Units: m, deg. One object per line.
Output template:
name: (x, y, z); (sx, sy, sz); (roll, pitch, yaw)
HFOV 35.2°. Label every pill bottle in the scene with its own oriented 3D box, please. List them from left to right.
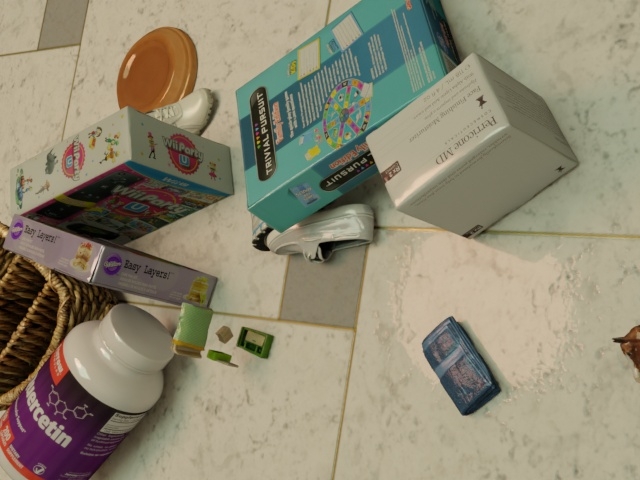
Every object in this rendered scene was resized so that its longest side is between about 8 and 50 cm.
pill bottle: (-0.381, 0.257, 1.645); (0.323, 0.181, 0.181); (-49, 53, 20)

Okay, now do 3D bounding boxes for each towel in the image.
towel: (0.178, 0.163, 1.304); (0.067, 0.029, 0.119); (-46, 54, 22)

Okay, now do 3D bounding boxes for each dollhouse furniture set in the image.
dollhouse furniture set: (-0.145, 0.146, 1.497); (0.058, 0.151, 0.076); (15, 88, 42)

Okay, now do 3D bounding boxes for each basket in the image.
basket: (-0.528, 0.152, 1.757); (0.299, 0.223, 0.213); (-51, 45, 17)

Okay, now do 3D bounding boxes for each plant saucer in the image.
plant saucer: (-0.304, -0.294, 1.821); (0.200, 0.037, 0.200); (-11, 72, 37)

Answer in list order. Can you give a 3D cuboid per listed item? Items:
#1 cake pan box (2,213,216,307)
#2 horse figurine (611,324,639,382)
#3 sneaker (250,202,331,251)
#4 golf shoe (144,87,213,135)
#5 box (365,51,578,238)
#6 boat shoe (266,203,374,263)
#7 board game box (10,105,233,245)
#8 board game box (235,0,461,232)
cake pan box: (-0.342, 0.037, 1.630); (0.267, 0.245, 0.070); (15, 85, 43)
horse figurine: (0.461, 0.126, 1.054); (0.263, 0.066, 0.174); (-34, 65, 32)
sneaker: (-0.045, -0.070, 1.527); (0.190, 0.071, 0.083); (-38, 51, 26)
golf shoe: (-0.260, -0.203, 1.728); (0.176, 0.086, 0.069); (-40, 55, 24)
box: (0.190, -0.112, 1.263); (0.181, 0.182, 0.119); (-37, 57, 27)
boat shoe: (0.000, 0.000, 1.479); (0.184, 0.066, 0.063); (-15, 68, 26)
board game box: (-0.331, -0.096, 1.668); (0.303, 0.224, 0.098); (-22, 64, 35)
board game box: (0.036, -0.199, 1.426); (0.336, 0.079, 0.254); (-32, 45, 24)
